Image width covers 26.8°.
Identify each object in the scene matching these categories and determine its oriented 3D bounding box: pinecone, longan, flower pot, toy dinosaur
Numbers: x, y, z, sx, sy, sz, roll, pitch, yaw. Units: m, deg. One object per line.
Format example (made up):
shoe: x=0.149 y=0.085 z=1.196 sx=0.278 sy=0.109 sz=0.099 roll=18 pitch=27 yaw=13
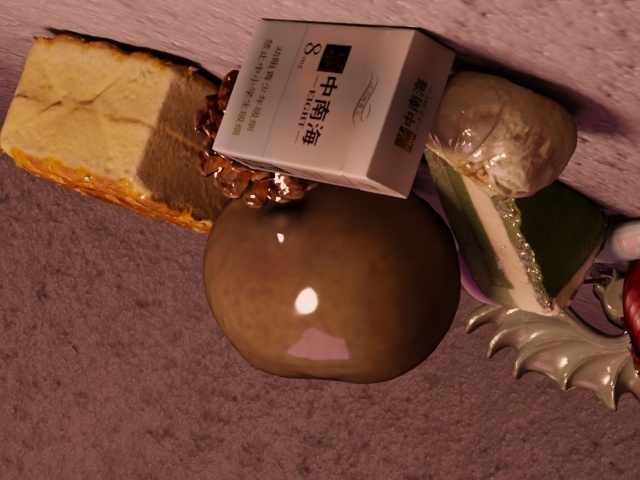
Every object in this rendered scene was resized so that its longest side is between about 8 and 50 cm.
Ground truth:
pinecone: x=-0.074 y=-0.126 z=1.733 sx=0.179 sy=0.150 sz=0.195 roll=51 pitch=-160 yaw=19
longan: x=0.012 y=0.045 z=1.875 sx=0.361 sy=0.361 sz=0.361 roll=18 pitch=175 yaw=2
flower pot: x=0.424 y=0.136 z=2.275 sx=0.367 sy=0.254 sz=0.164 roll=16 pitch=175 yaw=13
toy dinosaur: x=0.557 y=0.080 z=2.445 sx=0.142 sy=0.057 sz=0.212 roll=-1 pitch=-161 yaw=-34

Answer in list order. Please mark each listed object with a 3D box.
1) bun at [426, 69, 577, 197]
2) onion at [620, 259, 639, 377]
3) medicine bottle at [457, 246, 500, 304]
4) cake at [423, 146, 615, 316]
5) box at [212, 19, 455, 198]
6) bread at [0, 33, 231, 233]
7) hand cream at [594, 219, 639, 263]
bun: x=0.173 y=-0.103 z=1.358 sx=0.164 sy=0.111 sz=0.188 roll=20 pitch=179 yaw=17
onion: x=0.555 y=0.109 z=1.872 sx=0.273 sy=0.285 sz=0.273 roll=47 pitch=-159 yaw=-25
medicine bottle: x=0.303 y=0.027 z=2.095 sx=0.152 sy=0.152 sz=0.254 roll=19 pitch=175 yaw=-2
cake: x=0.237 y=-0.015 z=1.797 sx=0.158 sy=0.172 sz=0.283 roll=11 pitch=169 yaw=46
box: x=0.009 y=-0.137 z=1.348 sx=0.067 sy=0.155 sz=0.243 roll=21 pitch=176 yaw=-42
bread: x=-0.271 y=-0.152 z=1.932 sx=0.279 sy=0.207 sz=0.279 roll=18 pitch=177 yaw=28
hand cream: x=0.437 y=-0.007 z=1.815 sx=0.085 sy=0.058 sz=0.331 roll=15 pitch=171 yaw=-9
